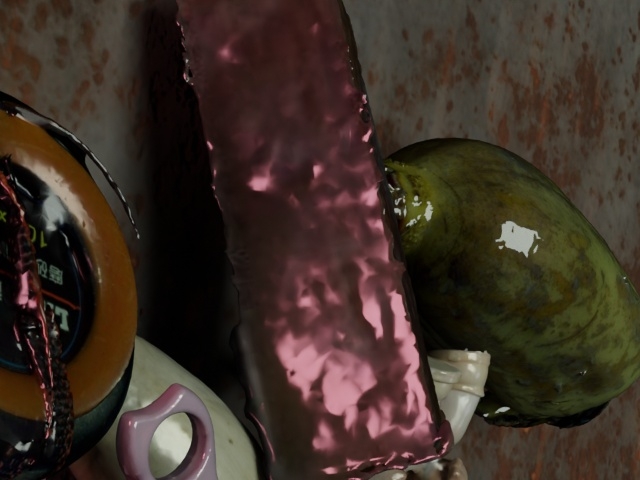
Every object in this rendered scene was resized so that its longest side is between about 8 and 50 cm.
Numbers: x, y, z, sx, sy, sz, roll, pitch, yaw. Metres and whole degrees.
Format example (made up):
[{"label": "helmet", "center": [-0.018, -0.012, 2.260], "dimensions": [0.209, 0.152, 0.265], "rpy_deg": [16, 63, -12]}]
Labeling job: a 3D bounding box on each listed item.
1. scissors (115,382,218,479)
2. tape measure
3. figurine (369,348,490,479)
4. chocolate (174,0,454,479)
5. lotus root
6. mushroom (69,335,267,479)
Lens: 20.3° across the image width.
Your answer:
[{"label": "scissors", "center": [-0.053, 0.149, 0.939], "dimensions": [0.212, 0.021, 0.110], "rpy_deg": [36, 77, -52]}, {"label": "tape measure", "center": [-0.187, 0.022, 0.866], "dimensions": [0.202, 0.135, 0.223], "rpy_deg": [29, 46, -46]}, {"label": "figurine", "center": [0.029, 0.191, 1.163], "dimensions": [0.182, 0.145, 0.256], "rpy_deg": [6, 90, -54]}, {"label": "chocolate", "center": [0.000, 0.000, 1.069], "dimensions": [0.112, 0.112, 0.321], "rpy_deg": [44, 32, -72]}, {"label": "lotus root", "center": [0.121, 0.024, 1.242], "dimensions": [0.309, 0.173, 0.173], "rpy_deg": [42, 58, -45]}, {"label": "mushroom", "center": [-0.070, 0.193, 1.042], "dimensions": [0.095, 0.123, 0.351], "rpy_deg": [-65, 137, -57]}]
